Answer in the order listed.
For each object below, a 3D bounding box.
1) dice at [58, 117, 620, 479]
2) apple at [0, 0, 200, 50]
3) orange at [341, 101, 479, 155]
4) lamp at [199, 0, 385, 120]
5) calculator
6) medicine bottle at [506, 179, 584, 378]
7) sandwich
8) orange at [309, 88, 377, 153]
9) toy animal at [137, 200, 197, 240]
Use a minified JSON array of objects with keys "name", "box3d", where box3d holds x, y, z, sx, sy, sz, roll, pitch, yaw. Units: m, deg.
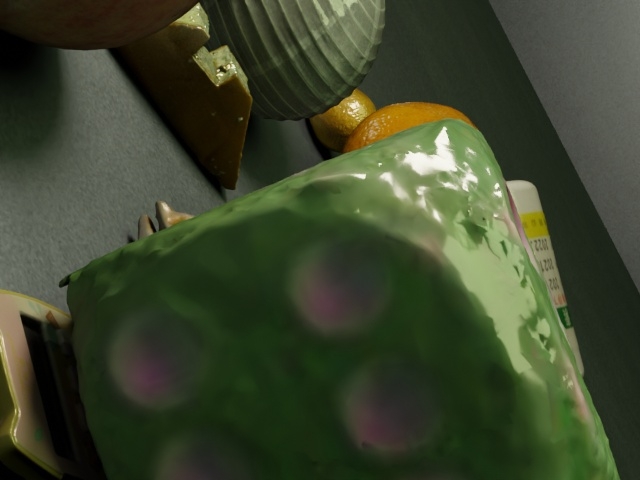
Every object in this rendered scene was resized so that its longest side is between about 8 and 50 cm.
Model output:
[{"name":"dice","box3d":[0.023,0.107,1.152,0.330,0.318,0.322,-24,92,-82]},{"name":"apple","box3d":[-0.217,-0.311,1.335,0.345,0.269,0.344,30,34,-22]},{"name":"orange","box3d":[0.113,-0.063,1.955,0.224,0.170,0.224,-24,120,-51]},{"name":"lamp","box3d":[-0.034,-0.261,1.773,0.233,0.233,0.265,52,18,-27]},{"name":"calculator","box3d":[-0.175,0.122,1.140,0.236,0.033,0.157,35,30,-58]},{"name":"medicine bottle","box3d":[0.177,0.120,1.745,0.208,0.208,0.339,-4,79,-70]},{"name":"sandwich","box3d":[-0.129,-0.174,1.613,0.244,0.088,0.090,53,16,-23]},{"name":"orange","box3d":[0.027,-0.156,2.021,0.095,0.085,0.085,48,8,35]},{"name":"toy animal","box3d":[-0.059,0.009,1.482,0.302,0.225,0.284,23,21,-45]}]
